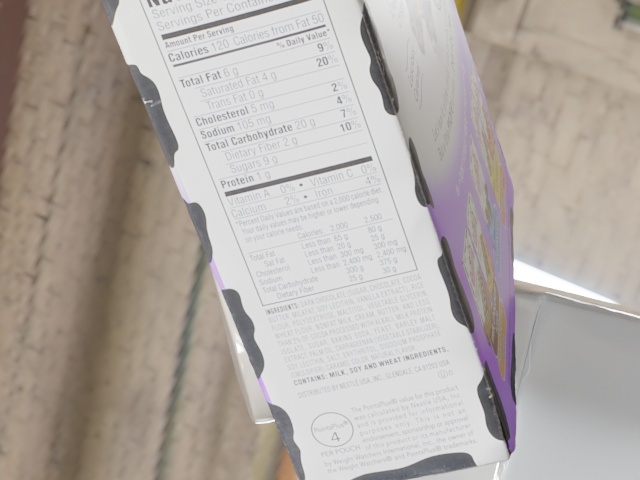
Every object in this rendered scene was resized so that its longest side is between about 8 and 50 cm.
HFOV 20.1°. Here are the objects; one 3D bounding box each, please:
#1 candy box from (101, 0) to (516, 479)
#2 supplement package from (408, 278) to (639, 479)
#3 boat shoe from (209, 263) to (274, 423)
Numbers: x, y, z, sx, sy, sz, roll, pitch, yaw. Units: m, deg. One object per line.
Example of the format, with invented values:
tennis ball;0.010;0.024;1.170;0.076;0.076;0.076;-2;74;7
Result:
candy box;0.003;-0.050;0.565;0.165;0.070;0.196;-80;-27;-59
supplement package;0.099;0.074;0.739;0.179;0.105;0.105;-156;81;-79
boat shoe;0.000;0.000;1.313;0.158;0.340;0.127;-12;-57;-1
